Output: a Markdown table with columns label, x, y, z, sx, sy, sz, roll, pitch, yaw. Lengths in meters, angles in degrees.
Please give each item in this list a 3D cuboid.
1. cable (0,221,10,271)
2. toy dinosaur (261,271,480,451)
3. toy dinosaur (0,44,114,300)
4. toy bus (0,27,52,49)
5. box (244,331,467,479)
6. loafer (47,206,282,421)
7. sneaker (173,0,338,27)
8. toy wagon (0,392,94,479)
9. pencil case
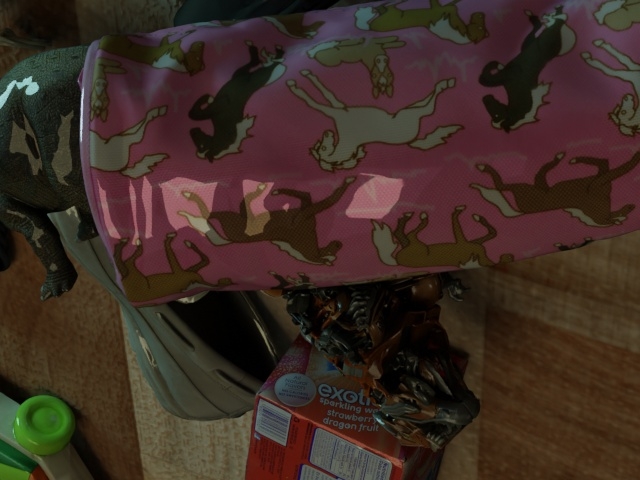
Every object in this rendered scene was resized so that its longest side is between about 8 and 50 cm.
| label | x | y | z | sx | sy | sz | roll | pitch | yaw |
| --- | --- | --- | --- | --- | --- | --- | --- | --- | --- |
| cable | -0.355 | -0.023 | 1.522 | 0.184 | 0.047 | 0.150 | 46 | 138 | -10 |
| toy dinosaur | 0.000 | 0.000 | 1.223 | 0.322 | 0.164 | 0.218 | 35 | 150 | -2 |
| toy dinosaur | -0.167 | -0.064 | 1.162 | 0.313 | 0.121 | 0.160 | -14 | 120 | 42 |
| toy bus | -0.319 | -0.204 | 1.279 | 0.191 | 0.202 | 0.104 | 12 | 99 | 29 |
| box | 0.020 | 0.186 | 1.401 | 0.128 | 0.122 | 0.257 | 24 | 138 | 15 |
| loafer | -0.117 | 0.009 | 1.350 | 0.111 | 0.112 | 0.319 | -6 | 130 | 28 |
| sneaker | -0.010 | -0.212 | 1.082 | 0.130 | 0.109 | 0.286 | 53 | 133 | -2 |
| toy wagon | -0.375 | 0.197 | 1.725 | 0.344 | 0.068 | 0.267 | 31 | 139 | 6 |
| pencil case | 0.049 | -0.068 | 1.014 | 0.386 | 0.167 | 0.160 | -10 | 117 | 6 |
